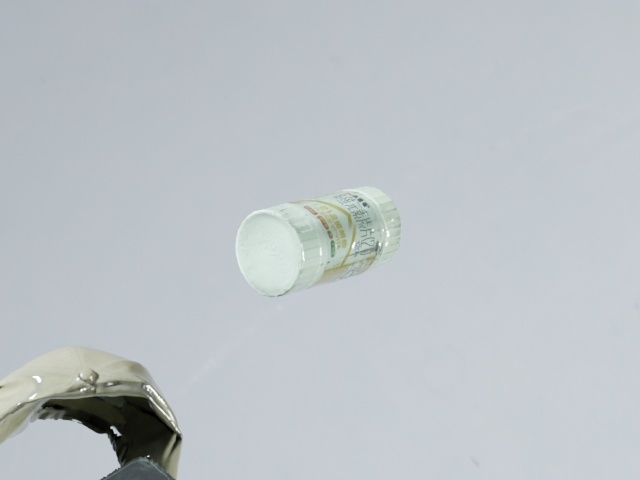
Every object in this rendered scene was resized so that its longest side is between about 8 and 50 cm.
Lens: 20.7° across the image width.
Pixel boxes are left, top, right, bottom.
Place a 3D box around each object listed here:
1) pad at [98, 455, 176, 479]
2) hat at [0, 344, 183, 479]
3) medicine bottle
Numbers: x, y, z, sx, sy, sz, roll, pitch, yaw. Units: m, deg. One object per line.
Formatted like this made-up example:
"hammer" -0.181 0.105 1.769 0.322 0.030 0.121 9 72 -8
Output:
"pad" -0.080 0.142 0.519 0.116 0.004 0.193 42 43 18
"hat" -0.166 0.103 1.144 0.147 0.175 0.085 9 95 -10
"medicine bottle" 0.000 0.000 0.904 0.047 0.083 0.047 10 106 39
